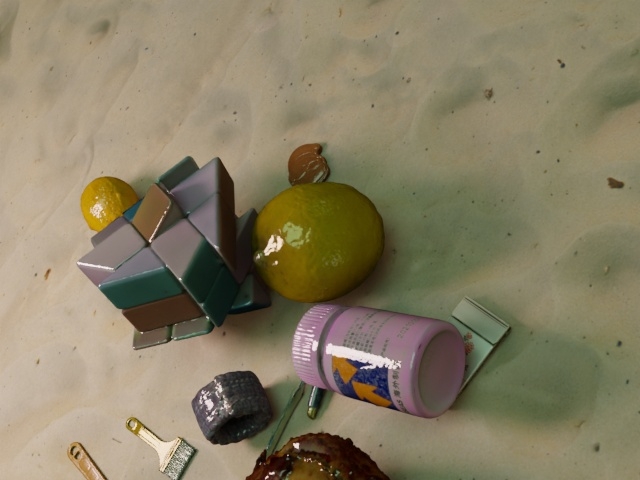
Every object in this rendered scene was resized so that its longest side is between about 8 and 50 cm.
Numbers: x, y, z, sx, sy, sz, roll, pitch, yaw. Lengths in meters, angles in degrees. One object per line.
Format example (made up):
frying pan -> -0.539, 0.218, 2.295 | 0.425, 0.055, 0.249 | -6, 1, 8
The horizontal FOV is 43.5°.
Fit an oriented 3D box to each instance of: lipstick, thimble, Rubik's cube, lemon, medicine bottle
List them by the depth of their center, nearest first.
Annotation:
medicine bottle -> 0.105, 0.217, 1.500 | 0.291, 0.178, 0.178 | 6, 71, 40
lemon -> 0.000, 0.000, 1.619 | 0.245, 0.320, 0.245 | 22, 120, 45
lipstick -> -0.007, 0.306, 1.631 | 0.037, 0.037, 0.116 | 11, 78, 30
thimble -> -0.179, 0.343, 1.636 | 0.150, 0.150, 0.097 | -37, 55, 9
Rubik's cube -> -0.296, 0.040, 1.698 | 0.387, 0.358, 0.368 | -40, 49, -10
lemon -> -0.521, -0.080, 1.994 | 0.142, 0.142, 0.187 | -41, 62, 6

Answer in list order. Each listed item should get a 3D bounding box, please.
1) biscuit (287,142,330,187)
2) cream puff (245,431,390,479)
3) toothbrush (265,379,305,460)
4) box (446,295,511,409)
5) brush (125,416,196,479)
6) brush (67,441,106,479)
biscuit -> -0.030, -0.166, 1.852 | 0.102, 0.019, 0.130 | -21, 62, 19
cream puff -> 0.008, 0.504, 1.422 | 0.351, 0.229, 0.350 | 2, 94, 33
toothbrush -> -0.064, 0.343, 1.648 | 0.028, 0.026, 0.294 | 10, 72, 49
box -> 0.263, 0.214, 1.536 | 0.109, 0.029, 0.198 | 37, 89, 33
brush -> -0.364, 0.445, 1.766 | 0.205, 0.011, 0.083 | 26, 83, 33
brush -> -0.492, 0.542, 1.789 | 0.272, 0.013, 0.103 | 36, 88, 34
